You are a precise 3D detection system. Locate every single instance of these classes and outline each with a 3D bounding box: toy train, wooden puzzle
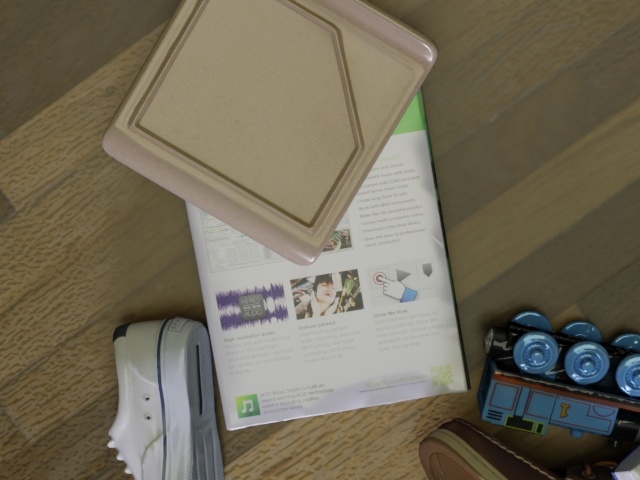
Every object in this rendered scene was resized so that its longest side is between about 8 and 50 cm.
[{"bbox_3d":[0.235,0.133,1.676,0.184,0.080,0.105,13,108,-4],"label":"toy train"},{"bbox_3d":[-0.045,-0.127,1.602,0.221,0.044,0.238,30,101,-4],"label":"wooden puzzle"}]

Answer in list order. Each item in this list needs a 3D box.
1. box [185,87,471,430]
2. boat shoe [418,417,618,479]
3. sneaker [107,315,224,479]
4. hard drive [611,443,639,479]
[{"bbox_3d":[0.000,0.000,1.666,0.232,0.058,0.322,-9,100,2],"label":"box"},{"bbox_3d":[0.246,0.262,1.687,0.342,0.123,0.123,38,66,-4],"label":"boat shoe"},{"bbox_3d":[-0.149,0.196,1.691,0.091,0.094,0.258,2,97,22],"label":"sneaker"},{"bbox_3d":[0.424,0.282,1.663,0.210,0.040,0.318,-37,98,-28],"label":"hard drive"}]
